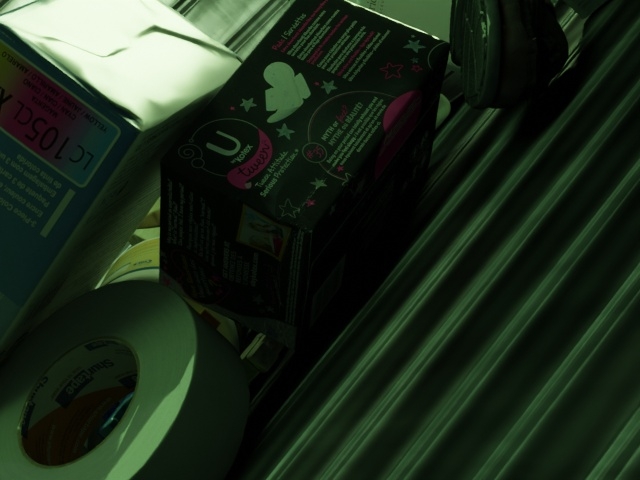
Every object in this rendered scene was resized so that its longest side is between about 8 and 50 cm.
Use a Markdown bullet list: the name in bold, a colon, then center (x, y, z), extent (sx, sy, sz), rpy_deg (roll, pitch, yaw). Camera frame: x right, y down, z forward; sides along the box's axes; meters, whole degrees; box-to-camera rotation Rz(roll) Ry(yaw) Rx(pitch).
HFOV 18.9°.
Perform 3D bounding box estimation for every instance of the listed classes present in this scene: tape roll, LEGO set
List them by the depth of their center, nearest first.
- **tape roll**: center (-0.162, 0.139, 1.457), extent (0.219, 0.072, 0.219), rpy_deg (-24, 42, 24)
- **LEGO set**: center (-0.123, 0.134, 1.597), extent (0.227, 0.087, 0.093), rpy_deg (-51, 8, -31)

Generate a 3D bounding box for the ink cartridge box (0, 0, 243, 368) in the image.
- **ink cartridge box**: center (-0.256, -0.008, 1.573), extent (0.395, 0.151, 0.270), rpy_deg (-55, -4, 21)

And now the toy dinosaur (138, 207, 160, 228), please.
- **toy dinosaur**: center (-0.129, -0.027, 1.874), extent (0.211, 0.112, 0.064), rpy_deg (-14, 65, 28)

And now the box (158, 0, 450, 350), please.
- **box**: center (-0.016, -0.063, 1.593), extent (0.247, 0.142, 0.163), rpy_deg (-53, -19, -36)

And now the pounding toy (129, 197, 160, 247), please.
- **pounding toy**: center (-0.097, -0.020, 2.193), extent (0.094, 0.181, 0.206), rpy_deg (24, 66, 38)

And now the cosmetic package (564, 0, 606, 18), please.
- **cosmetic package**: center (0.226, -0.412, 1.655), extent (0.377, 0.284, 0.097), rpy_deg (-52, 9, -34)

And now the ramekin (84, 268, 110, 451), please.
- **ramekin**: center (-0.283, 0.133, 1.983), extent (0.273, 0.127, 0.272), rpy_deg (7, -90, -90)

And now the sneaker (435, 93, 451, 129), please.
- **sneaker**: center (0.017, -0.080, 1.797), extent (0.235, 0.090, 0.095), rpy_deg (-38, 20, -29)

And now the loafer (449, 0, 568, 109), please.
- **loafer**: center (0.158, -0.168, 1.529), extent (0.302, 0.095, 0.109), rpy_deg (-92, 5, -77)

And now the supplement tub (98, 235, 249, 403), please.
- **supplement tub**: center (-0.139, 0.076, 1.758), extent (0.144, 0.144, 0.199), rpy_deg (-46, 8, 12)

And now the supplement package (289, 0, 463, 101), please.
- **supplement package**: center (0.070, -0.265, 1.941), extent (0.204, 0.145, 0.261), rpy_deg (144, 138, -60)

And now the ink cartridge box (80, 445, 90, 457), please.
- **ink cartridge box**: center (-0.251, 0.231, 1.575), extent (0.087, 0.153, 0.208), rpy_deg (-45, 7, 19)
